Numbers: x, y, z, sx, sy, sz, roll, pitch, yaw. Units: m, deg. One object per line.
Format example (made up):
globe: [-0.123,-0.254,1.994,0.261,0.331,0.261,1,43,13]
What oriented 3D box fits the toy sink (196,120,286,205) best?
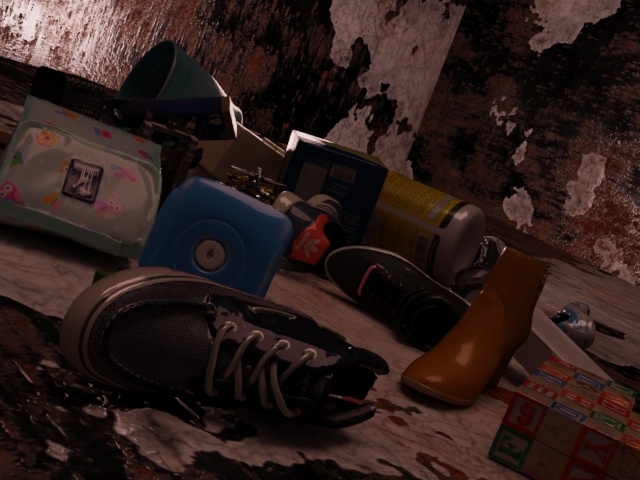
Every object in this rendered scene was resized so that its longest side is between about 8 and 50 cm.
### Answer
toy sink: [-0.150,-0.168,2.100,0.234,0.131,0.153,34,4,-37]

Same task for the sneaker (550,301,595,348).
sneaker: [0.510,0.168,1.969,0.086,0.085,0.237,14,6,7]

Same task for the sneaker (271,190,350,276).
sneaker: [0.000,0.000,1.773,0.148,0.131,0.350,39,13,13]

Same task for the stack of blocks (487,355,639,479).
stack of blocks: [0.334,0.239,1.207,0.171,0.087,0.297,24,10,19]

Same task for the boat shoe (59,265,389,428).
boat shoe: [-0.074,0.112,0.937,0.158,0.127,0.340,19,6,41]

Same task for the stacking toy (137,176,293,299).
stacking toy: [-0.133,0.023,1.320,0.166,0.175,0.302,24,-1,2]

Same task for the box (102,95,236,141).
box: [-0.269,-0.217,1.721,0.225,0.036,0.136,0,-15,0]

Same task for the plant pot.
plant pot: [-0.346,-0.314,2.381,0.255,0.271,0.271,33,2,-32]

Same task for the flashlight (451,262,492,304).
flashlight: [0.310,0.100,1.861,0.103,0.103,0.304,21,11,7]

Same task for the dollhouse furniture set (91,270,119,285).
dollhouse furniture set: [-0.188,0.088,1.043,0.152,0.058,0.076,26,12,30]

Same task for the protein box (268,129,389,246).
protein box: [0.009,-0.098,2.003,0.200,0.201,0.136,17,13,-11]

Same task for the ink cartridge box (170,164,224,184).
ink cartridge box: [-0.236,-0.121,2.157,0.225,0.056,0.181,37,3,-24]

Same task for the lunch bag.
lunch bag: [-0.344,-0.077,1.351,0.223,0.160,0.262,21,21,-18]

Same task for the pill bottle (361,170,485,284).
pill bottle: [0.184,-0.046,2.144,0.334,0.188,0.188,26,11,27]

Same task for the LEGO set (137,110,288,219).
LEGO set: [-0.235,-0.130,1.730,0.331,0.192,0.255,18,10,-13]

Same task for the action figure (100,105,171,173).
action figure: [-0.401,-0.194,1.909,0.164,0.141,0.276,13,6,32]

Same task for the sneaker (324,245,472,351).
sneaker: [0.127,0.088,1.539,0.296,0.104,0.147,28,6,15]

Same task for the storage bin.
storage bin: [-0.467,-0.210,1.711,0.084,0.180,0.122,10,10,-45]

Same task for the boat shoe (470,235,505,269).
boat shoe: [0.375,0.040,2.287,0.105,0.113,0.306,34,18,-7]

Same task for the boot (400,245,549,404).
boot: [0.222,0.108,1.324,0.104,0.211,0.295,25,11,28]

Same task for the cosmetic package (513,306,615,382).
cosmetic package: [0.363,0.189,1.475,0.099,0.060,0.239,14,26,-43]
